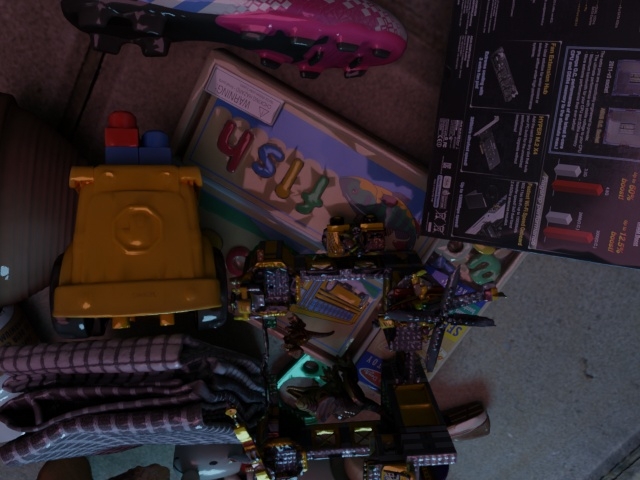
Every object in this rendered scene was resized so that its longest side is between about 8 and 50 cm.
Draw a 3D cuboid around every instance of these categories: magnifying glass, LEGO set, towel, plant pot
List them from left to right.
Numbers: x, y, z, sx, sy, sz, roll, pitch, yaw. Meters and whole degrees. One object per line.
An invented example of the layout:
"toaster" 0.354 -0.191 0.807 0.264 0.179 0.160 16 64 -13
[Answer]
"plant pot" -0.313 -0.034 0.600 0.109 0.237 0.237 5 117 -24
"towel" -0.201 0.194 0.659 0.234 0.284 0.121 -6 70 9
"magnifying glass" -0.011 0.163 0.761 0.092 0.026 0.231 13 117 -1
"LEGO set" 0.026 0.157 0.559 0.254 0.192 0.332 5 109 -5

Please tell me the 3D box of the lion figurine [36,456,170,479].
"lion figurine" -0.335 0.394 0.792 0.392 0.142 0.240 6 99 35

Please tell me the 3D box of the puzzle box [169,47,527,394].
"puzzle box" 0.000 0.000 0.650 0.408 0.052 0.272 29 112 -4

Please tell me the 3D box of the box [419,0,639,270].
"box" 0.232 -0.137 0.490 0.242 0.076 0.308 9 100 22

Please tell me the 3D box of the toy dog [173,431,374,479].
"toy dog" -0.046 0.366 0.779 0.333 0.161 0.220 -9 113 9

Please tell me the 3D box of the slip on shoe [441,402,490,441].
"slip on shoe" 0.172 0.270 0.780 0.135 0.051 0.041 -21 105 5

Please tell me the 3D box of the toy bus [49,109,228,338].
"toy bus" -0.179 -0.010 0.558 0.149 0.220 0.212 -4 81 -14

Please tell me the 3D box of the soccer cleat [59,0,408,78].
"soccer cleat" -0.070 -0.243 0.518 0.331 0.116 0.143 3 89 -15

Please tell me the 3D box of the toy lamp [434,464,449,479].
"toy lamp" 0.160 0.393 0.801 0.080 0.080 0.275 -7 128 7

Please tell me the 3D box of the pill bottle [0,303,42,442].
"pill bottle" -0.446 0.144 0.727 0.131 0.131 0.229 -16 112 11
